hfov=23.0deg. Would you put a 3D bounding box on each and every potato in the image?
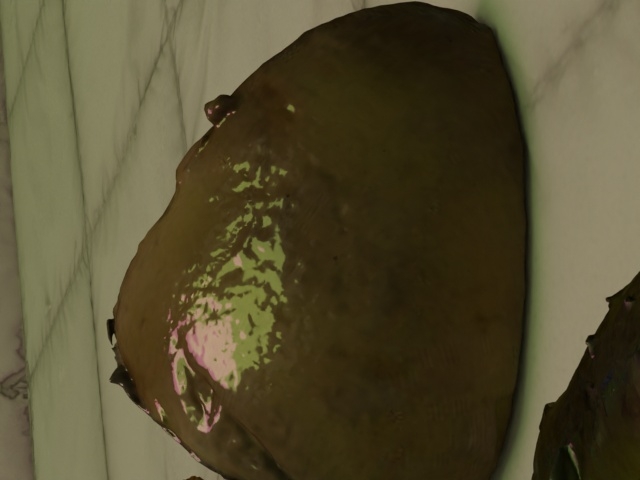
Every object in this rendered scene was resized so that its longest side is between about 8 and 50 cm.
[{"bbox_3d":[0.150,0.077,0.688,0.225,0.090,0.117,114,164,-54],"label":"potato"},{"bbox_3d":[0.008,0.008,0.925,0.189,0.211,0.264,-118,38,-55],"label":"potato"}]

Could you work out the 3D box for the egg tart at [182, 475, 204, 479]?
[{"bbox_3d":[-0.027,0.262,1.091,0.202,0.147,0.202,180,90,-68],"label":"egg tart"}]
